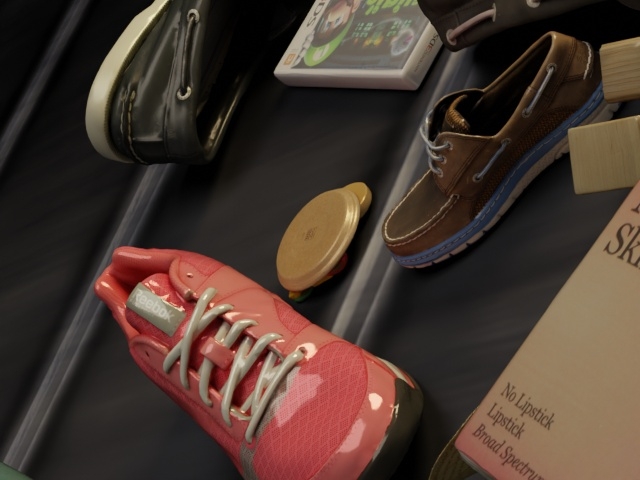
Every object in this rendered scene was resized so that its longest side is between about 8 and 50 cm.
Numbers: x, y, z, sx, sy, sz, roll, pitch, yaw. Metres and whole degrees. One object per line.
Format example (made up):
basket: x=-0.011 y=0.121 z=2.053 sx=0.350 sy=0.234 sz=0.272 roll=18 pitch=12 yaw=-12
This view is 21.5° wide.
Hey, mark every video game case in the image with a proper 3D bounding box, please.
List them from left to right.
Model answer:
video game case: x=0.055 y=-0.191 z=1.267 sx=0.190 sy=0.022 sz=0.173 roll=11 pitch=69 yaw=59

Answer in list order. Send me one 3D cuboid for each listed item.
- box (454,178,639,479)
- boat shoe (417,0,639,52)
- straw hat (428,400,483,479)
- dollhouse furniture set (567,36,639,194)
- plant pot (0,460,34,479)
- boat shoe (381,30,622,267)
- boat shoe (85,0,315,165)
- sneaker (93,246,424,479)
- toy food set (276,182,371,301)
box: x=0.191 y=0.045 z=0.698 sx=0.232 sy=0.127 sz=0.148 roll=-55 pitch=28 yaw=0
boat shoe: x=0.177 y=-0.171 z=1.013 sx=0.112 sy=0.095 sz=0.335 roll=-29 pitch=18 yaw=-32
straw hat: x=0.123 y=0.092 z=0.816 sx=0.061 sy=0.144 sz=0.144 roll=44 pitch=101 yaw=20
dollhouse furniture set: x=0.167 y=-0.120 z=0.847 sx=0.161 sy=0.101 sz=0.182 roll=-8 pitch=88 yaw=54
plant pot: x=-0.169 y=0.271 z=0.904 sx=0.195 sy=0.290 sz=0.290 roll=14 pitch=67 yaw=21
boat shoe: x=0.095 y=-0.059 z=1.019 sx=0.183 sy=0.066 sz=0.066 roll=-44 pitch=30 yaw=20
boat shoe: x=-0.060 y=-0.202 z=1.369 sx=0.113 sy=0.127 sz=0.340 roll=18 pitch=64 yaw=30
sneaker: x=-0.057 y=0.080 z=1.029 sx=0.116 sy=0.136 sz=0.314 roll=-58 pitch=29 yaw=-3
toy food set: x=0.000 y=0.000 z=1.150 sx=0.082 sy=0.020 sz=0.083 roll=-30 pitch=37 yaw=38
